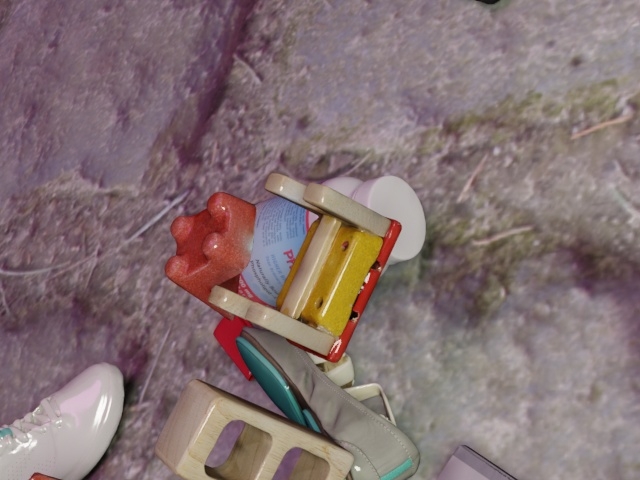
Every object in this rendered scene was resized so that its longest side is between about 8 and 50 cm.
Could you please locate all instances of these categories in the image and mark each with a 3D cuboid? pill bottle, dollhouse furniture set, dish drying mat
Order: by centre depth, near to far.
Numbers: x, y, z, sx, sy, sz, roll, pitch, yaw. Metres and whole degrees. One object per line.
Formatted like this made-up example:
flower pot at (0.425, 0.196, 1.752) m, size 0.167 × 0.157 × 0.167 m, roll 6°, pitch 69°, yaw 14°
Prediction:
dollhouse furniture set at (-0.071, 0.143, 1.009) m, size 0.201 × 0.152 × 0.374 m, roll 18°, pitch 81°, yaw 57°
pill bottle at (0.000, 0.000, 1.140) m, size 0.160 × 0.087 × 0.087 m, roll -17°, pitch 50°, yaw 41°
dish drying mat at (-0.065, 0.085, 1.210) m, size 0.032 × 0.008 × 0.083 m, roll -52°, pitch 36°, yaw 5°

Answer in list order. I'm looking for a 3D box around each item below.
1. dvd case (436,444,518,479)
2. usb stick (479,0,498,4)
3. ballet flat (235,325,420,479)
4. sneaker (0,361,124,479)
dvd case at (0.066, 0.252, 0.879) m, size 0.238 × 0.029 × 0.179 m, roll -56°, pitch 23°, yaw -3°
usb stick at (0.097, -0.276, 1.294) m, size 0.077 × 0.045 × 0.278 m, roll -57°, pitch 36°, yaw 7°
ballet flat at (0.007, 0.117, 1.069) m, size 0.068 × 0.072 × 0.213 m, roll -29°, pitch 35°, yaw -12°
sneaker at (-0.261, 0.182, 1.278) m, size 0.212 × 0.094 × 0.080 m, roll -48°, pitch 35°, yaw 7°
